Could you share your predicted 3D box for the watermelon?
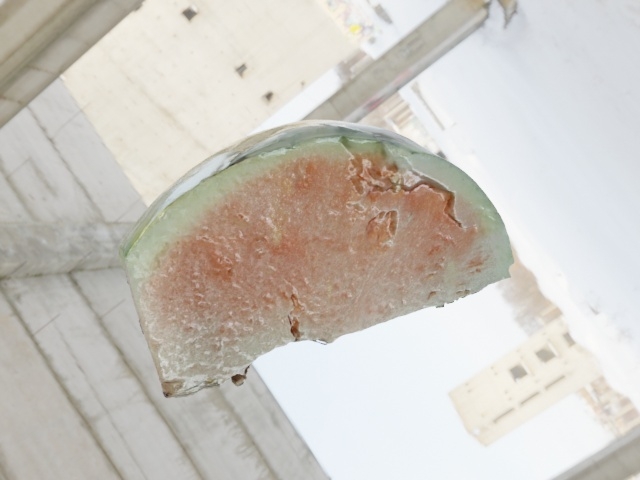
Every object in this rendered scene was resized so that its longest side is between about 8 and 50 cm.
[{"bbox_3d":[0.000,0.000,0.570,0.224,0.305,0.180,140,114,-74],"label":"watermelon"}]
